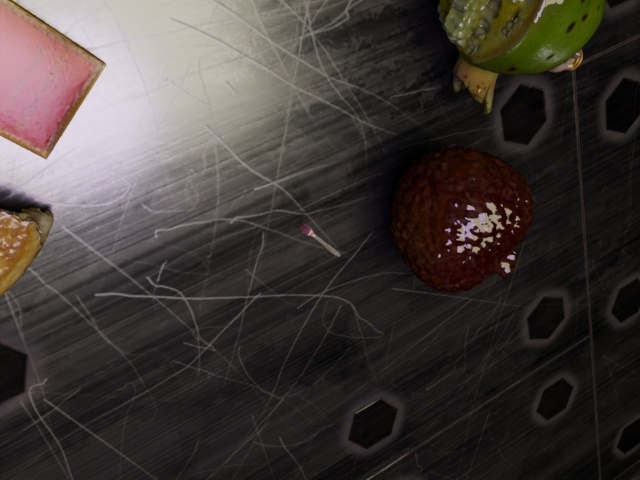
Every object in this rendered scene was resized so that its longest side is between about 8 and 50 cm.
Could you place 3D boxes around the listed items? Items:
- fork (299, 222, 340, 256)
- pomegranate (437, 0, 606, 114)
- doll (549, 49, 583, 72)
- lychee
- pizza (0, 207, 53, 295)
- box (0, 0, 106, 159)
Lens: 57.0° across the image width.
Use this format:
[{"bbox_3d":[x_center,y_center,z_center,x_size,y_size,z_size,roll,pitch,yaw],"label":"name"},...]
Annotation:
[{"bbox_3d":[-0.001,0.000,1.058,0.016,0.012,0.115,-50,128,3],"label":"fork"},{"bbox_3d":[0.301,-0.361,0.940,0.260,0.260,0.341,-12,144,-23],"label":"pomegranate"},{"bbox_3d":[0.444,-0.352,1.102,0.127,0.084,0.073,1,108,-35],"label":"doll"},{"bbox_3d":[0.244,-0.038,1.039,0.260,0.260,0.261,-10,114,-24],"label":"lychee"},{"bbox_3d":[-0.521,0.049,0.765,0.257,0.087,0.268,19,101,-36],"label":"pizza"},{"bbox_3d":[-0.409,-0.225,0.713,0.239,0.074,0.153,31,97,-39],"label":"box"}]
